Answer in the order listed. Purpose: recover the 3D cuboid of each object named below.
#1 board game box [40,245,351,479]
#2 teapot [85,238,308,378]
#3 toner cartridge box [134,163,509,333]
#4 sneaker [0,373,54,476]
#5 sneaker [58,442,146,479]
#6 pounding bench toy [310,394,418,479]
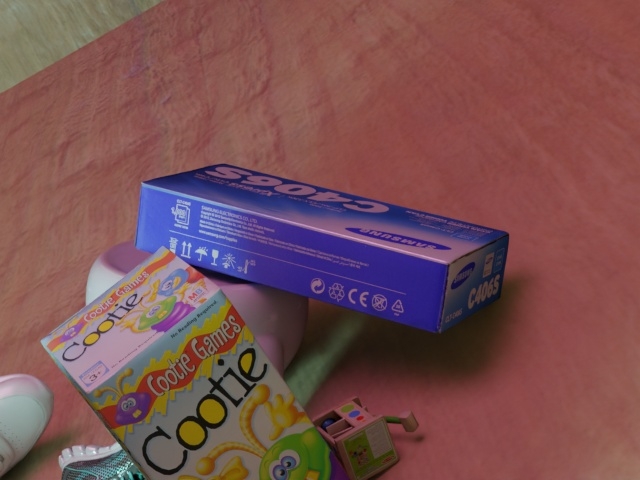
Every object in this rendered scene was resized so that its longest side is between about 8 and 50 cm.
[{"bbox_3d":[-0.099,0.166,1.245,0.144,0.275,0.142,-39,27,-12],"label":"board game box"},{"bbox_3d":[-0.136,0.107,1.499,0.252,0.187,0.256,5,16,5],"label":"teapot"},{"bbox_3d":[0.000,0.000,1.431,0.347,0.075,0.165,15,17,24],"label":"toner cartridge box"},{"bbox_3d":[-0.413,0.282,1.588,0.305,0.114,0.152,-42,34,-2],"label":"sneaker"},{"bbox_3d":[-0.209,0.250,1.477,0.166,0.065,0.076,-19,46,30],"label":"sneaker"},{"bbox_3d":[0.043,0.179,1.320,0.083,0.052,0.065,-27,24,-17],"label":"pounding bench toy"}]
